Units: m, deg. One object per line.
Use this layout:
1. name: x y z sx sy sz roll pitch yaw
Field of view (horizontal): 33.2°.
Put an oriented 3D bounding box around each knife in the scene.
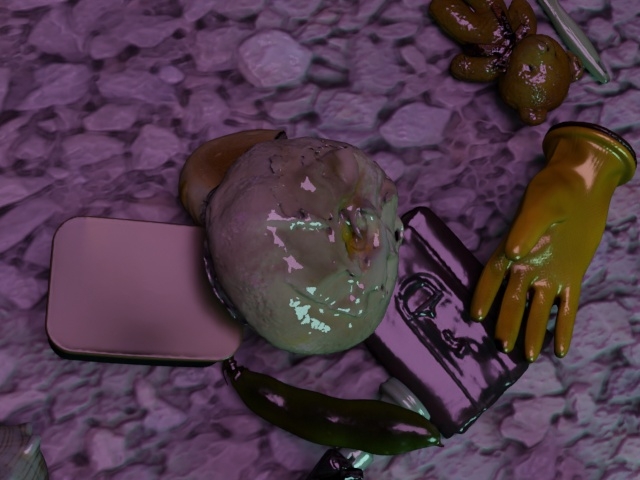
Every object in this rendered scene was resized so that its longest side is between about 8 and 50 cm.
1. knife: 0.295 -0.328 1.414 0.043 0.020 0.293 -35 87 -20

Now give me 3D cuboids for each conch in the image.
1. conch: -0.324 0.253 1.031 0.137 0.114 0.234 -13 86 -6

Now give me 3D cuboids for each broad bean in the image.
1. broad bean: 0.007 0.186 1.144 0.254 0.046 0.065 15 86 12

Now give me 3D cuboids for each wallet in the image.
1. wallet: 0.136 0.088 1.243 0.182 0.049 0.229 -42 89 -19

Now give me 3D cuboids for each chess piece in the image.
1. chess piece: 0.064 0.207 1.185 0.103 0.067 0.067 -42 90 -12

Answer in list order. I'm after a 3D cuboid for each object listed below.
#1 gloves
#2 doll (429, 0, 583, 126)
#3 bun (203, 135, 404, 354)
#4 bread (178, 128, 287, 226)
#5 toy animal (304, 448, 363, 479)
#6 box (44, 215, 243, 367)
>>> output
1. gloves: 0.271 0.012 1.255 0.133 0.116 0.294 29 66 -4
2. doll: 0.230 -0.247 1.336 0.209 0.097 0.137 44 74 4
3. bun: 0.000 0.000 1.111 0.239 0.141 0.239 12 73 -44
4. bread: -0.107 -0.069 1.191 0.094 0.083 0.157 19 44 10
5. toy animal: 0.060 0.318 1.115 0.210 0.117 0.121 35 88 -11
6. box: -0.186 0.059 1.130 0.200 0.090 0.145 4 75 -15
